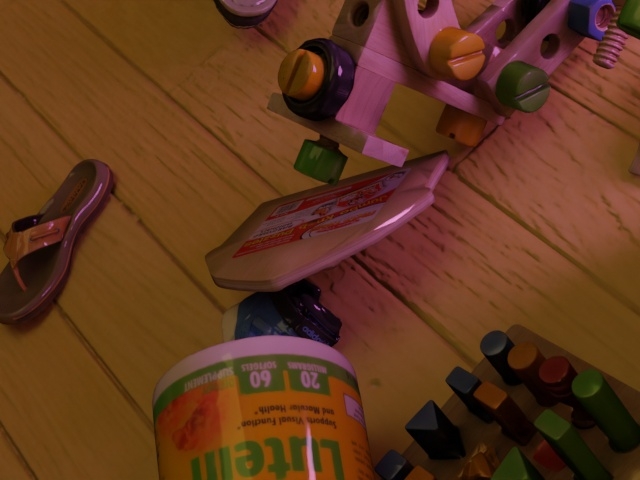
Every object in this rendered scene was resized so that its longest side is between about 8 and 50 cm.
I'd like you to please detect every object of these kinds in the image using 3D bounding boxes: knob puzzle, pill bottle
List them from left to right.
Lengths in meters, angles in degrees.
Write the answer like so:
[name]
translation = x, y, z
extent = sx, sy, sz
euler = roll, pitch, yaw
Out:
[pill bottle]
translation = -0.026, 0.195, 1.000
extent = 0.136, 0.136, 0.245
euler = -23, 56, 20
[knob puzzle]
translation = 0.000, 0.000, 1.207
extent = 0.213, 0.030, 0.213
euler = -21, 16, 6

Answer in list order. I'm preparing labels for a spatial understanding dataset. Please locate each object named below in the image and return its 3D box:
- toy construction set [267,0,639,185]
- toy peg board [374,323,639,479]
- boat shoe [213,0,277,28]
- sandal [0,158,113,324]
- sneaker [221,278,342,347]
[toy construction set]
translation = 0.111, -0.121, 1.177
extent = 0.309, 0.257, 0.237
euler = 24, 88, 23
[toy peg board]
translation = 0.114, 0.127, 1.013
extent = 0.161, 0.079, 0.161
euler = -48, 41, -10
[boat shoe]
translation = -0.076, -0.273, 1.527
extent = 0.081, 0.068, 0.227
euler = 3, 49, -11
[sandal]
translation = -0.245, -0.006, 1.427
extent = 0.072, 0.049, 0.180
euler = 5, 58, 40
[sneaker]
translation = -0.024, 0.084, 1.171
extent = 0.085, 0.058, 0.152
euler = -35, 33, 19
